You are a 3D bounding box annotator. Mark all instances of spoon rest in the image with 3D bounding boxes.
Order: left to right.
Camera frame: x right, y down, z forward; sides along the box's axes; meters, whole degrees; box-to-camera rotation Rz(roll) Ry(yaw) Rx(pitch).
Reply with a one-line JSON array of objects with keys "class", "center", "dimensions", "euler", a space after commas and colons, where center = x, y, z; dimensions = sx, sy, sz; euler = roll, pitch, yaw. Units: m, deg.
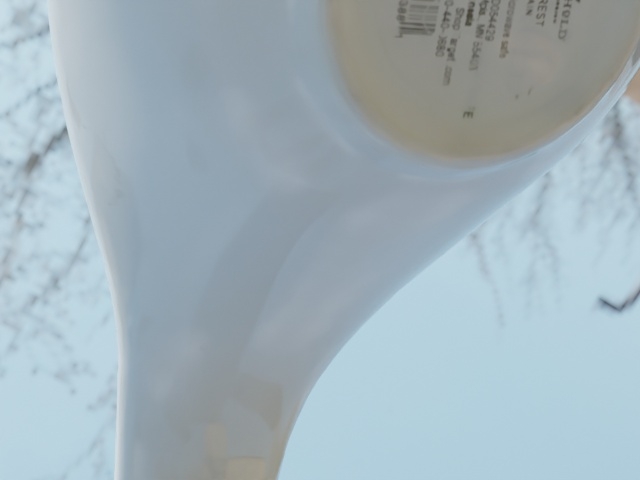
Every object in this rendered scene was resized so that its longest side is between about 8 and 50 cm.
[{"class": "spoon rest", "center": [0.000, 0.000, 0.393], "dimensions": [0.137, 0.276, 0.084], "euler": [3, -162, -29]}]
